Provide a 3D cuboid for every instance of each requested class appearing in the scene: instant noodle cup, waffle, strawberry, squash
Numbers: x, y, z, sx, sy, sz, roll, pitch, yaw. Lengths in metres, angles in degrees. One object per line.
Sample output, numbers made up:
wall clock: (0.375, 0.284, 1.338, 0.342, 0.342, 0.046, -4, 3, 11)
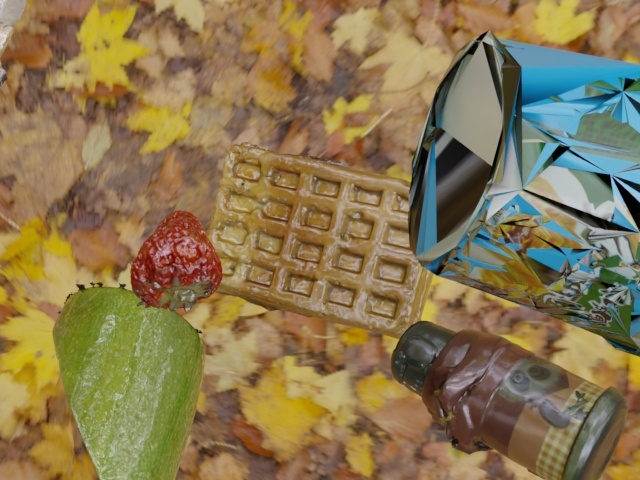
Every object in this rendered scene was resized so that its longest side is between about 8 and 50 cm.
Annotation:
instant noodle cup: (0.179, -0.045, 0.990, 0.178, 0.240, 0.240, 13, 84, -14)
waffle: (0.000, 0.000, 1.788, 0.328, 0.098, 0.224, 15, 83, 16)
strawberry: (-0.113, 0.013, 1.007, 0.073, 0.073, 0.083, -5, 58, -11)
squash: (-0.235, 0.196, 1.399, 0.189, 0.189, 0.260, 23, 53, -8)

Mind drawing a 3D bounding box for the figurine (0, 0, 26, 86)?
figurine: (-0.419, -0.268, 1.336, 0.257, 0.144, 0.181, 24, 103, -3)

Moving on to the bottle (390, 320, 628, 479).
bottle: (0.203, 0.183, 1.498, 0.271, 0.156, 0.143, 25, 87, 25)
